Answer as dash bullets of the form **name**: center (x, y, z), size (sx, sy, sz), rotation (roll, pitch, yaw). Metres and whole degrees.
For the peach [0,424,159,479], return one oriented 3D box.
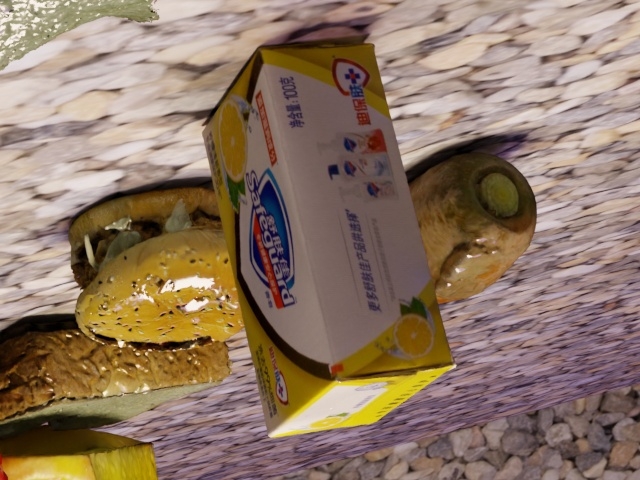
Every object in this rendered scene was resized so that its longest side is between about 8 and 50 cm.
- **peach**: center (-0.336, 0.347, 2.087), size (0.306, 0.242, 0.380), rotation (-5, -179, 5)

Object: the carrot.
- **carrot**: center (0.095, 0.007, 1.763), size (0.139, 0.138, 0.302), rotation (-5, 170, -37)

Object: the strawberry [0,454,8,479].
- **strawberry**: center (-0.393, 0.215, 1.755), size (0.205, 0.244, 0.205), rotation (-33, 179, -1)

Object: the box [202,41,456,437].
- **box**: center (0.000, 0.000, 1.329), size (0.097, 0.265, 0.168), rotation (-7, 164, -22)

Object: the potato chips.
- **potato chips**: center (-0.177, -0.130, 1.064), size (0.167, 0.059, 0.228), rotation (-21, 169, -22)

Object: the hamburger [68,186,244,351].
- **hamburger**: center (-0.146, 0.031, 1.571), size (0.177, 0.113, 0.185), rotation (-21, 156, 31)

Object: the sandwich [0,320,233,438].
- **sandwich**: center (-0.281, 0.157, 1.989), size (0.273, 0.095, 0.249), rotation (-3, 165, -45)
